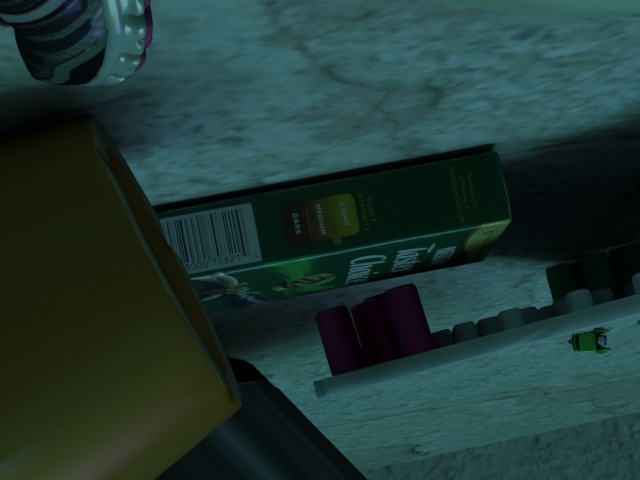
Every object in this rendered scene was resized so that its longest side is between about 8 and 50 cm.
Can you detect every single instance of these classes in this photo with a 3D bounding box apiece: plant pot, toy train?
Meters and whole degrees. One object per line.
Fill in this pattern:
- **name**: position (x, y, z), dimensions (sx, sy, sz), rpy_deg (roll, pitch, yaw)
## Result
- **plant pot**: position (-0.141, 0.051, 0.718), dimensions (0.188, 0.205, 0.205), rpy_deg (-27, 169, -1)
- **toy train**: position (0.176, 0.066, 1.217), dimensions (0.024, 0.017, 0.083), rpy_deg (-6, 176, 4)

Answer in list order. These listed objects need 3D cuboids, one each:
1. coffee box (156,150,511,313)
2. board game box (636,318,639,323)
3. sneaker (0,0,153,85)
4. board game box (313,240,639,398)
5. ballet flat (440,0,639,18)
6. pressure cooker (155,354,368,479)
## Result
- **coffee box**: position (0.000, 0.000, 0.946), dimensions (0.184, 0.040, 0.113), rpy_deg (-11, 169, -6)
- **board game box**: position (0.324, 0.028, 1.141), dimensions (0.124, 0.039, 0.259), rpy_deg (-11, 177, -36)
- **sneaker**: position (-0.079, -0.080, 0.422), dimensions (0.075, 0.063, 0.170), rpy_deg (-8, 166, -5)
- **board game box**: position (0.243, 0.001, 1.061), dimensions (0.390, 0.050, 0.390), rpy_deg (-18, 175, 29)
- **ballet flat**: position (0.092, -0.099, 0.354), dimensions (0.348, 0.123, 0.123), rpy_deg (-6, 168, -26)
- **pressure cooker**: position (-0.112, 0.275, 1.292), dimensions (0.370, 0.420, 0.375), rpy_deg (-54, 160, 24)
